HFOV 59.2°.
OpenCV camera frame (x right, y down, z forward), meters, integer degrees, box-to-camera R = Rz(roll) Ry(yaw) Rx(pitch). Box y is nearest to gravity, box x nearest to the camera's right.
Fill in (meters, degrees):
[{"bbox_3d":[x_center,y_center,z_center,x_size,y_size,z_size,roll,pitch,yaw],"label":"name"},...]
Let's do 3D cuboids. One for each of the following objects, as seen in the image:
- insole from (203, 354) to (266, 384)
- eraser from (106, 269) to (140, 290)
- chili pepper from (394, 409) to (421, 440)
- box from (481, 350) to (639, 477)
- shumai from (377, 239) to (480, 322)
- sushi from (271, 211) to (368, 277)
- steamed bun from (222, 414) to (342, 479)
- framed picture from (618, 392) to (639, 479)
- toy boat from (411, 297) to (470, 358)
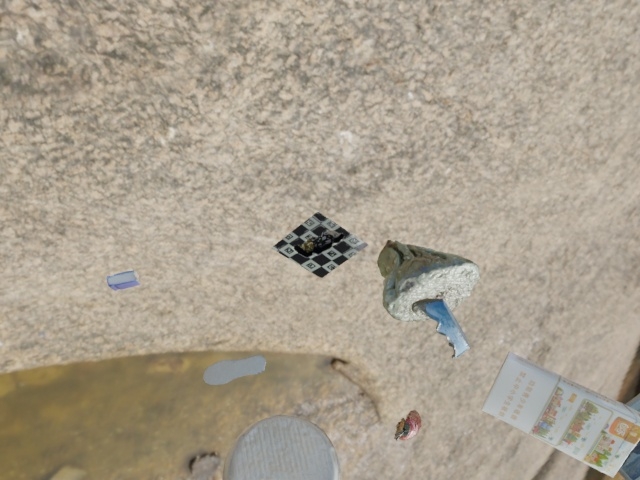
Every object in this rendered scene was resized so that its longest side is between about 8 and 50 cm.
[{"bbox_3d":[-0.242,0.361,1.582,0.197,0.065,0.004,-17,159,14],"label":"insole"},{"bbox_3d":[-0.451,0.092,1.294,0.063,0.027,0.084,-13,172,-13],"label":"eraser"},{"bbox_3d":[0.211,0.437,1.333,0.059,0.050,0.268,-64,161,-1],"label":"chili pepper"},{"bbox_3d":[0.385,0.276,0.903,0.032,0.220,0.122,-35,145,-56],"label":"box"},{"bbox_3d":[0.315,0.088,1.804,0.304,0.264,0.309,-42,137,16],"label":"shumai"},{"bbox_3d":[0.000,0.000,1.596,0.192,0.051,0.215,32,133,-26],"label":"sushi"},{"bbox_3d":[-0.119,0.740,1.744,0.374,0.375,0.241,-19,148,-24],"label":"steamed bun"},{"bbox_3d":[0.703,0.416,1.207,0.203,0.150,0.015,-38,141,4],"label":"framed picture"},{"bbox_3d":[0.293,0.209,1.374,0.077,0.075,0.186,-28,117,15],"label":"toy boat"}]
